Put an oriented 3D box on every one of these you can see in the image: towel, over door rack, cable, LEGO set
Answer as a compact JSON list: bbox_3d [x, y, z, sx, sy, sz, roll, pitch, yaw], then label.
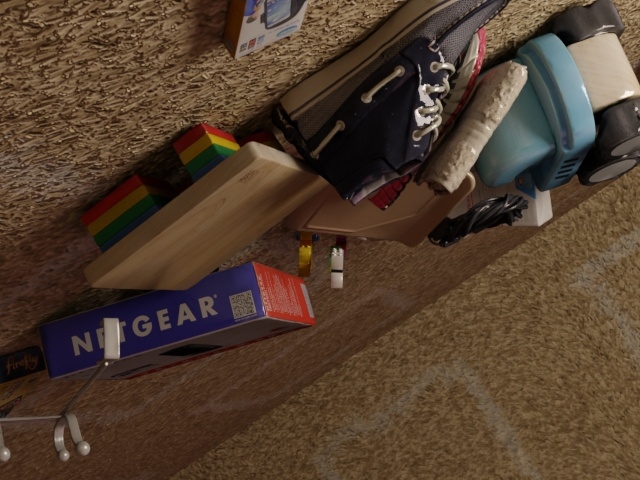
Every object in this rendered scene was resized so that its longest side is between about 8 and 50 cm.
[{"bbox_3d":[0.196,-0.148,1.492,0.187,0.049,0.282,-58,-179,1],"label":"towel"},{"bbox_3d":[-0.418,0.225,1.459,0.239,0.108,0.324,1,145,-27],"label":"over door rack"},{"bbox_3d":[0.265,-0.031,1.775,0.150,0.047,0.184,-10,167,-23],"label":"cable"},{"bbox_3d":[0.000,0.000,1.862,0.086,0.093,0.227,1,-164,2],"label":"LEGO set"}]

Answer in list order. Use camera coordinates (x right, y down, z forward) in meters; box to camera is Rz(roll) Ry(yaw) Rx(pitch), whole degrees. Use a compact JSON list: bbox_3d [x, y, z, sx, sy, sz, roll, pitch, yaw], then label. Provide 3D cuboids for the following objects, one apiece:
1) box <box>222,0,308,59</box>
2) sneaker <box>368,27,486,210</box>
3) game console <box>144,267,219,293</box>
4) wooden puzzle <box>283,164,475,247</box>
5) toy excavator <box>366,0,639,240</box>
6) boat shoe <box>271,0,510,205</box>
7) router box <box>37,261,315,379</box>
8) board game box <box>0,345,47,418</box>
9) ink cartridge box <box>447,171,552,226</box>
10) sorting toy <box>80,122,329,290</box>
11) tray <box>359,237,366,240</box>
[{"bbox_3d":[-0.051,-0.227,1.078,0.081,0.028,0.136,-28,164,-20],"label":"box"},{"bbox_3d":[0.121,-0.176,1.487,0.299,0.112,0.121,-54,-178,27],"label":"sneaker"},{"bbox_3d":[-0.198,0.059,1.644,0.122,0.071,0.107,-28,144,-17],"label":"game console"},{"bbox_3d":[0.087,-0.070,1.716,0.238,0.044,0.221,10,147,-22],"label":"wooden puzzle"},{"bbox_3d":[0.269,-0.154,1.768,0.445,0.222,0.433,-17,166,-3],"label":"toy excavator"},{"bbox_3d":[0.118,-0.183,1.331,0.340,0.158,0.127,-35,166,12],"label":"boat shoe"},{"bbox_3d":[-0.205,0.129,1.663,0.335,0.082,0.301,-17,170,11],"label":"router box"},{"bbox_3d":[-0.531,0.252,1.653,0.165,0.042,0.243,-16,158,-50],"label":"board game box"},{"bbox_3d":[0.310,-0.082,1.952,0.181,0.104,0.061,2,-161,36],"label":"ink cartridge box"},{"bbox_3d":[-0.147,-0.047,1.363,0.257,0.089,0.255,-36,166,14],"label":"sorting toy"},{"bbox_3d":[0.172,-0.092,2.044,0.270,0.030,0.145,-34,166,8],"label":"tray"}]
